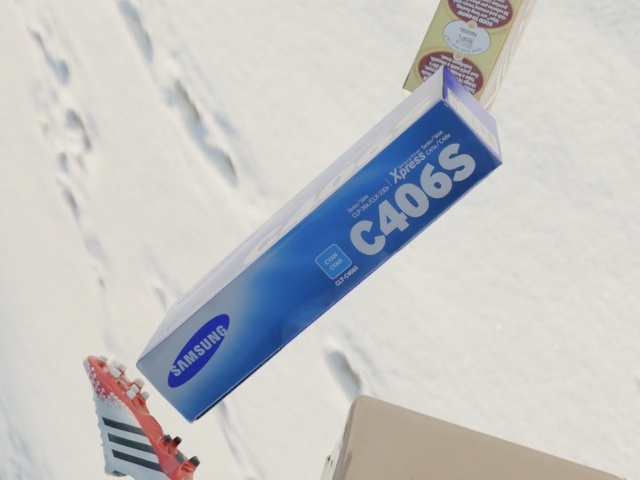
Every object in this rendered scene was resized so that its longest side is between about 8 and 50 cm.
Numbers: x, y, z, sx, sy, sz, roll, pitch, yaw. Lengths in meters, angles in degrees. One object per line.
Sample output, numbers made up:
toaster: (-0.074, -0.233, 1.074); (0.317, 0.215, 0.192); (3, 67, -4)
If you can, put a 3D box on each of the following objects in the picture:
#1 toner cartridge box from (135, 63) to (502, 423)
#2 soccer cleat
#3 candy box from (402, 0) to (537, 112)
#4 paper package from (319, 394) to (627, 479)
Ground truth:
toner cartridge box: (0.000, 0.000, 1.038); (0.075, 0.348, 0.165); (47, -164, -8)
soccer cleat: (-0.087, 0.084, 0.526); (0.083, 0.035, 0.029); (46, -176, 29)
candy box: (0.193, -0.270, 1.343); (0.087, 0.317, 0.183); (23, 173, 11)
paper package: (0.140, 0.368, 1.297); (0.324, 0.310, 0.168); (18, 145, -1)
